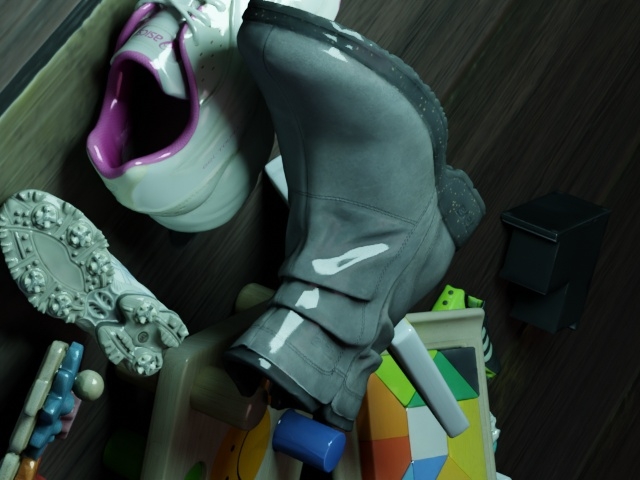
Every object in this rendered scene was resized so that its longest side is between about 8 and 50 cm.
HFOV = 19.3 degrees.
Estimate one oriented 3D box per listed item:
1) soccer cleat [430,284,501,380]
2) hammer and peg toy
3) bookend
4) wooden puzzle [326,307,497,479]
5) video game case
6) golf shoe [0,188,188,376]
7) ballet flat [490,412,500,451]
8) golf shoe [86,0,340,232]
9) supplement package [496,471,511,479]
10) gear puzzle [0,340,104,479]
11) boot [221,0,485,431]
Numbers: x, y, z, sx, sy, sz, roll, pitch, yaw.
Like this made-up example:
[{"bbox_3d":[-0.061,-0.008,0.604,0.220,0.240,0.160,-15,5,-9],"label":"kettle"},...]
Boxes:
[{"bbox_3d":[0.164,0.103,2.048,0.072,0.060,0.179,-66,152,-10],"label":"soccer cleat"},{"bbox_3d":[-0.083,0.221,1.567,0.266,0.127,0.361,-25,131,-58],"label":"hammer and peg toy"},{"bbox_3d":[0.253,0.037,2.158,0.156,0.072,0.157,-21,128,-57],"label":"bookend"},{"bbox_3d":[0.096,0.190,1.838,0.221,0.044,0.239,-3,91,-43],"label":"wooden puzzle"},{"bbox_3d":[0.042,0.052,1.610,0.026,0.206,0.227,-35,150,-2],"label":"video game case"},{"bbox_3d":[-0.172,0.024,1.317,0.069,0.086,0.176,-42,124,-6],"label":"golf shoe"},{"bbox_3d":[0.039,0.306,1.912,0.409,0.147,0.147,-59,153,-26],"label":"ballet flat"},{"bbox_3d":[-0.070,-0.155,1.323,0.140,0.115,0.306,16,93,-62],"label":"golf shoe"},{"bbox_3d":[0.102,0.360,2.032,0.244,0.133,0.139,-58,152,-21],"label":"supplement package"},{"bbox_3d":[-0.225,0.230,1.288,0.175,0.044,0.339,148,-36,-83],"label":"gear puzzle"},{"bbox_3d":[0.000,0.000,1.317,0.223,0.118,0.338,-58,143,-13],"label":"boot"}]
